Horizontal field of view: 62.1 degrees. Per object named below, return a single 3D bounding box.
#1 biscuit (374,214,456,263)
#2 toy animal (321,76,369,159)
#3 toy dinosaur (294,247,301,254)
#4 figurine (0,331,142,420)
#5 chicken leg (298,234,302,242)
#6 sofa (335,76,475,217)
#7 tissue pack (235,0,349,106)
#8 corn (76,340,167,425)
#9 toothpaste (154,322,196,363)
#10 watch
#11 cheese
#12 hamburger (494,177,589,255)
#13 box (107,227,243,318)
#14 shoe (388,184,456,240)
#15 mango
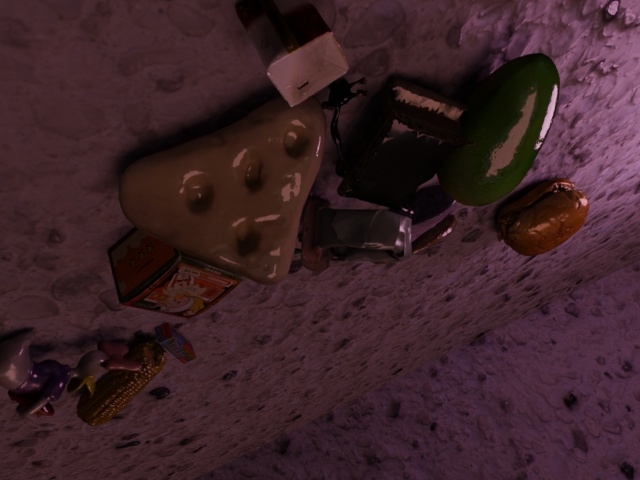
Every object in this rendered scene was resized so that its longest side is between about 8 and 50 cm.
[{"bbox_3d":[0.281,0.008,1.539,0.289,0.038,0.141,-27,-169,1],"label":"biscuit"},{"bbox_3d":[0.035,-0.255,0.943,0.108,0.062,0.220,-40,132,-33],"label":"toy animal"},{"bbox_3d":[-0.110,-0.064,1.109,0.194,0.177,0.152,-13,162,37],"label":"toy dinosaur"},{"bbox_3d":[-0.653,0.306,1.251,0.420,0.154,0.193,15,96,-39],"label":"figurine"},{"bbox_3d":[0.003,-0.001,1.383,0.145,0.038,0.062,0,163,-37],"label":"chicken leg"},{"bbox_3d":[0.159,-0.200,1.110,0.199,0.182,0.258,12,135,-23],"label":"sofa"},{"bbox_3d":[-0.043,-0.293,0.770,0.106,0.149,0.099,-31,151,8],"label":"tissue pack"},{"bbox_3d":[-0.563,0.404,1.496,0.363,0.120,0.120,-41,148,20],"label":"corn"},{"bbox_3d":[-0.405,0.303,1.505,0.044,0.070,0.193,-25,150,-6],"label":"toothpaste"},{"bbox_3d":[0.083,-0.011,1.189,0.241,0.162,0.253,2,173,4],"label":"watch"},{"bbox_3d":[-0.173,-0.120,0.944,0.328,0.129,0.351,15,99,-11],"label":"cheese"},{"bbox_3d":[0.718,-0.062,1.730,0.318,0.158,0.319,-18,150,-11],"label":"hamburger"},{"bbox_3d":[-0.301,0.055,1.118,0.177,0.148,0.195,-35,149,17],"label":"box"},{"bbox_3d":[0.266,-0.055,1.455,0.245,0.095,0.137,-28,154,10],"label":"shoe"},{"bbox_3d":[0.379,-0.231,1.152,0.225,0.201,0.382,-4,141,-19],"label":"mango"}]
